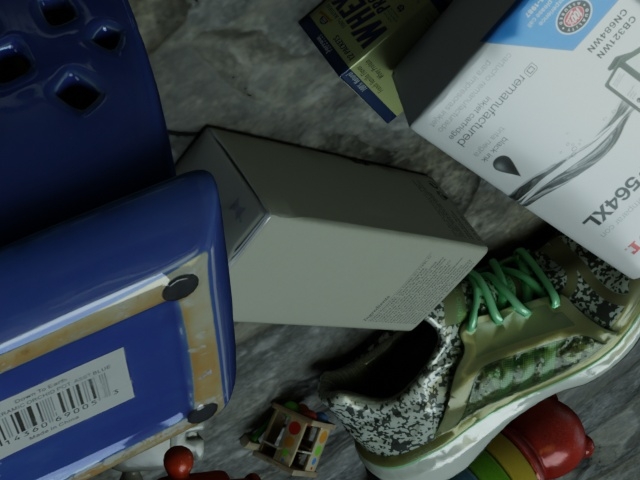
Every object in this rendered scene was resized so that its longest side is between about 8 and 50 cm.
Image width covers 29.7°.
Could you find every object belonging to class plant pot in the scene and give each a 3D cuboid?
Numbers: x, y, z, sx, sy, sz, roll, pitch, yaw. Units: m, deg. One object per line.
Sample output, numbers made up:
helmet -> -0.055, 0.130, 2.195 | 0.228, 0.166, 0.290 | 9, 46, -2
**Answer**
plant pot -> -0.174, 0.011, 0.651 | 0.236, 0.212, 0.236 | -24, 150, -17

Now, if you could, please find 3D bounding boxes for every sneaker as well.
sneaker -> 0.165, 0.080, 1.181 | 0.410, 0.158, 0.182 | -43, 132, 6

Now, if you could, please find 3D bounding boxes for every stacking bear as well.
stacking bear -> 0.220, 0.309, 1.553 | 0.289, 0.175, 0.164 | -33, 159, -20

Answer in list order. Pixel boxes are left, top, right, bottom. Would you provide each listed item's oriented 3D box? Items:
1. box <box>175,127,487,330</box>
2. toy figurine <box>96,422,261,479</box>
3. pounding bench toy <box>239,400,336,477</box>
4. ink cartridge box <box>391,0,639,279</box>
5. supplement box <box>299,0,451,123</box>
box -> 0.000, 0.000, 0.926 | 0.275, 0.094, 0.113 | 10, 129, -50
toy figurine -> -0.144, 0.182, 0.942 | 0.148, 0.209, 0.213 | -2, 147, -19
pounding bench toy -> -0.037, 0.194, 1.225 | 0.052, 0.083, 0.065 | 25, 85, -59
ink cartridge box -> 0.172, -0.090, 0.765 | 0.203, 0.086, 0.148 | 31, 115, -23
supplement box -> 0.047, -0.137, 0.807 | 0.083, 0.056, 0.083 | -40, 150, 10
